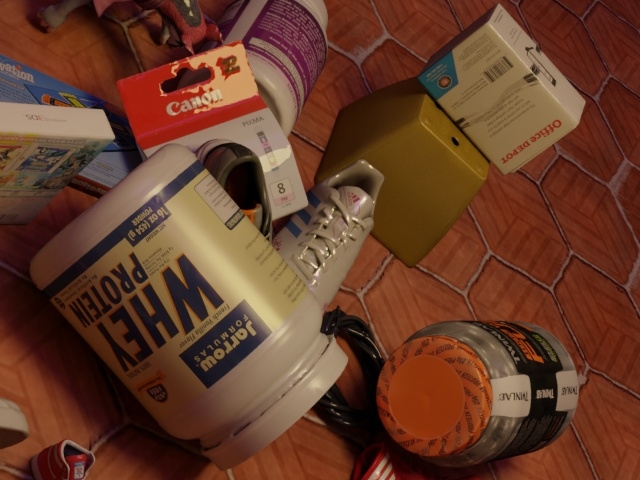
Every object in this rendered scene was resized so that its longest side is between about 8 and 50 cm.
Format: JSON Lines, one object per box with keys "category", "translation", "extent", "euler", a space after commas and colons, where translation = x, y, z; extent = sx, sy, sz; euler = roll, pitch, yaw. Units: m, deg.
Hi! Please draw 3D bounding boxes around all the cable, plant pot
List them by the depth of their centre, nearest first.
{"category": "cable", "translation": [0.032, 0.173, 1.963], "extent": [0.150, 0.047, 0.184], "euler": [10, 56, -38]}
{"category": "plant pot", "translation": [0.148, -0.127, 2.219], "extent": [0.212, 0.187, 0.212], "euler": [41, 37, -18]}

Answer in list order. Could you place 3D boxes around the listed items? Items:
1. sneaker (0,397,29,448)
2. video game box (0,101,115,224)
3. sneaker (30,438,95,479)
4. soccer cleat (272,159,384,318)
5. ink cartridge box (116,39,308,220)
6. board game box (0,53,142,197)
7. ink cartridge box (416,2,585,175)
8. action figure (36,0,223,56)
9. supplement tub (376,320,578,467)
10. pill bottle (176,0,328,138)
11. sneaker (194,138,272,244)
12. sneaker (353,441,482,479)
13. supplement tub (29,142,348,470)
{"category": "sneaker", "translation": [-0.422, 0.119, 1.426], "extent": [0.292, 0.108, 0.169], "euler": [14, 54, -41]}
{"category": "video game box", "translation": [-0.360, -0.082, 1.598], "extent": [0.205, 0.187, 0.048], "euler": [-1, 61, -50]}
{"category": "sneaker", "translation": [-0.257, 0.265, 1.524], "extent": [0.042, 0.067, 0.118], "euler": [-14, 72, -52]}
{"category": "soccer cleat", "translation": [0.000, 0.000, 1.973], "extent": [0.116, 0.143, 0.331], "euler": [38, 36, -11]}
{"category": "ink cartridge box", "translation": [-0.137, -0.121, 1.867], "extent": [0.189, 0.066, 0.232], "euler": [-22, 105, -22]}
{"category": "board game box", "translation": [-0.343, -0.145, 1.810], "extent": [0.281, 0.027, 0.145], "euler": [24, 46, -35]}
{"category": "ink cartridge box", "translation": [0.268, -0.221, 2.142], "extent": [0.203, 0.148, 0.086], "euler": [47, 34, -10]}
{"category": "action figure", "translation": [-0.248, -0.399, 1.945], "extent": [0.370, 0.276, 0.248], "euler": [44, 28, 11]}
{"category": "supplement tub", "translation": [0.212, 0.204, 1.960], "extent": [0.316, 0.193, 0.193], "euler": [5, 56, -62]}
{"category": "pill bottle", "translation": [-0.085, -0.255, 2.075], "extent": [0.169, 0.169, 0.301], "euler": [43, 37, -15]}
{"category": "sneaker", "translation": [-0.105, 0.010, 1.800], "extent": [0.100, 0.108, 0.271], "euler": [-10, 98, -26]}
{"category": "sneaker", "translation": [0.130, 0.311, 1.915], "extent": [0.221, 0.087, 0.128], "euler": [-10, 70, -53]}
{"category": "supplement tub", "translation": [-0.147, 0.077, 1.664], "extent": [0.325, 0.235, 0.235], "euler": [49, 35, -5]}
